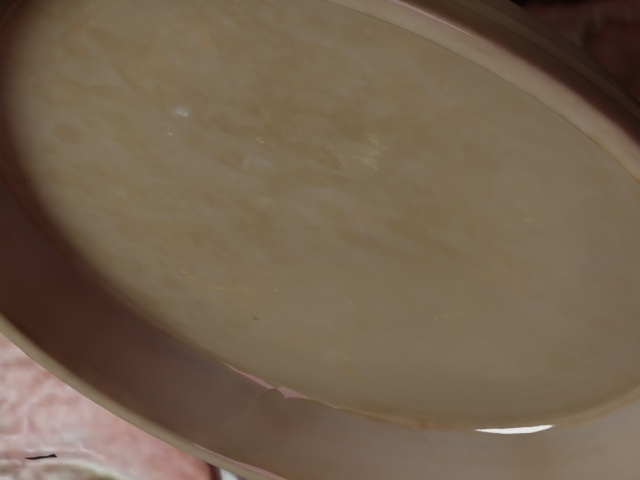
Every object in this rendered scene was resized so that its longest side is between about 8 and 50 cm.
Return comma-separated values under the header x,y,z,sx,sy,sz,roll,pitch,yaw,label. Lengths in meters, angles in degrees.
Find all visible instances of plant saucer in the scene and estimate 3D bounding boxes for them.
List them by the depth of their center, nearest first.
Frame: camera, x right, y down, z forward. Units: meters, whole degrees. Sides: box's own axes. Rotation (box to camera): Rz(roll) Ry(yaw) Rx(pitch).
x,y,z,sx,sy,sz,roll,pitch,yaw,label
0.000,0.000,0.596,0.277,0.041,0.278,16,148,10,plant saucer
